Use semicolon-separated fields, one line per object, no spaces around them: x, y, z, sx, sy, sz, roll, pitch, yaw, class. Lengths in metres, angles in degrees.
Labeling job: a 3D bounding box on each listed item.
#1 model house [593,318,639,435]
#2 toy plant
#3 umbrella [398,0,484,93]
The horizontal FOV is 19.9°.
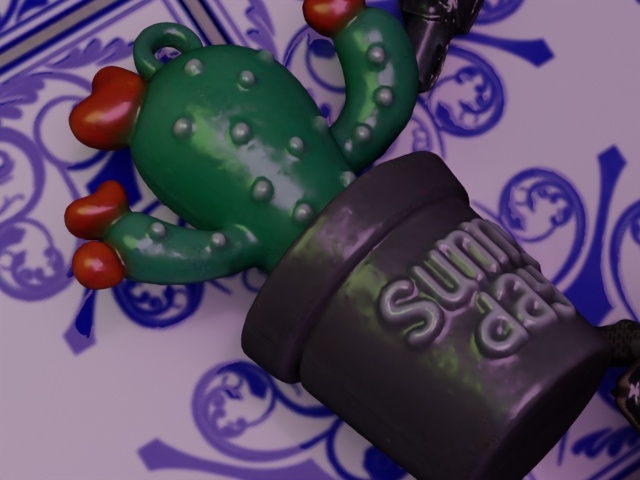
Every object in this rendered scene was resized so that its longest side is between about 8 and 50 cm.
0.273;0.145;1.209;0.205;0.279;0.218;15;77;-35;model house
0.009;-0.010;1.233;0.400;0.185;0.279;42;89;19;toy plant
0.100;-0.218;1.348;0.066;0.059;0.235;18;78;18;umbrella
